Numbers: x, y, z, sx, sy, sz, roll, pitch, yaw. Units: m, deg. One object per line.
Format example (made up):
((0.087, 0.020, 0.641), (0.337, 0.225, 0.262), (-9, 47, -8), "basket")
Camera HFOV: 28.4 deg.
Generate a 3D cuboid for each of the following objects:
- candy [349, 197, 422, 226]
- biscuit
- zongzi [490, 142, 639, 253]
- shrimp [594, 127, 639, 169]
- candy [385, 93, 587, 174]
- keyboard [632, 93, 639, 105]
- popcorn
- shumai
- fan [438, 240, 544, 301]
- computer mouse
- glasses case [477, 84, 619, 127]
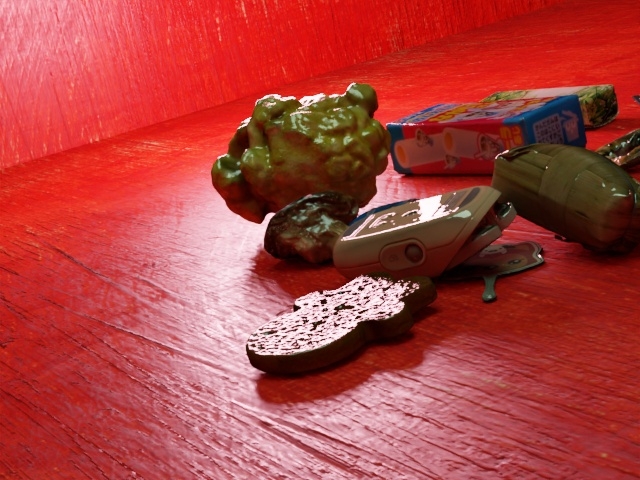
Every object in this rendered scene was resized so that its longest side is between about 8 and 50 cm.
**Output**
((0.111, -0.038, 1.875), (0.136, 0.038, 0.088), (-15, -1, -37), "candy")
((0.020, 0.094, 1.439), (0.236, 0.039, 0.180), (-24, 20, -35), "biscuit")
((0.374, -0.047, 1.610), (0.256, 0.115, 0.228), (7, 15, -37), "zongzi")
((0.486, -0.140, 1.825), (0.262, 0.051, 0.198), (-26, 6, -22), "shrimp")
((0.274, -0.176, 2.128), (0.157, 0.100, 0.306), (-26, 18, -39), "candy")
((0.608, -0.246, 2.276), (0.067, 0.011, 0.202), (-10, 15, 7), "keyboard")
((-0.020, -0.135, 1.981), (0.250, 0.235, 0.242), (-25, 28, 41), "popcorn")
((-0.011, -0.004, 1.788), (0.139, 0.105, 0.123), (-3, -29, 0), "shumai")
((0.209, 0.036, 1.553), (0.132, 0.009, 0.220), (-10, 14, 13), "fan")
((0.129, 0.000, 1.599), (0.236, 0.082, 0.145), (-14, 15, 28), "computer mouse")
((0.406, -0.237, 2.320), (0.095, 0.062, 0.272), (-31, 22, -36), "glasses case")
